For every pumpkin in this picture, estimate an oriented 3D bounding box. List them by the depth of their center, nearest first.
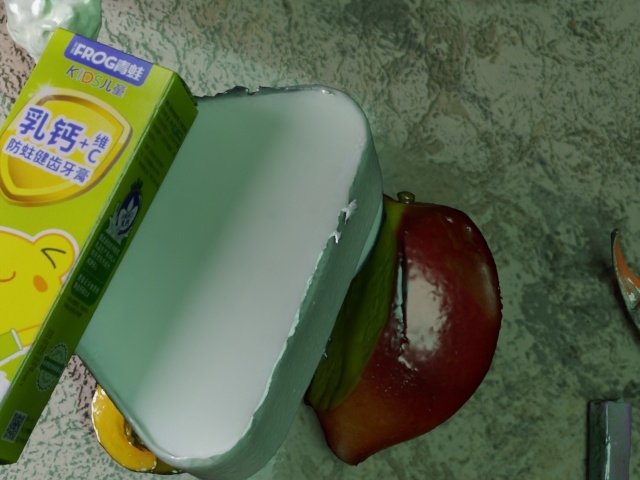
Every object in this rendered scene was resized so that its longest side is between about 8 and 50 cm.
[{"bbox_3d":[-0.110,0.144,1.070,0.183,0.107,0.119,-23,74,-3],"label":"pumpkin"}]

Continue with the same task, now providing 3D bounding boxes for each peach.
[{"bbox_3d":[0.089,0.091,1.111,0.159,0.154,0.267,16,82,-17],"label":"peach"}]

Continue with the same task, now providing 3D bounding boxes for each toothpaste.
[{"bbox_3d":[-0.216,0.003,0.886,0.110,0.077,0.327,23,78,15],"label":"toothpaste"}]

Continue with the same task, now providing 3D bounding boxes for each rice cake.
[{"bbox_3d":[0.306,0.269,1.231,0.047,0.036,0.206,3,85,-22],"label":"rice cake"}]

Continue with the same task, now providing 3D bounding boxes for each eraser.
[{"bbox_3d":[-0.132,0.006,0.991,0.331,0.150,0.331,-2,73,5],"label":"eraser"}]

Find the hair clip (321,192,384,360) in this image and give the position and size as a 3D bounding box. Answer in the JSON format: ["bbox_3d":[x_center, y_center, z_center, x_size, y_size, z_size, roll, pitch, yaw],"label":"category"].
[{"bbox_3d":[0.000,0.000,1.108,0.054,0.140,0.220,22,81,-46],"label":"hair clip"}]

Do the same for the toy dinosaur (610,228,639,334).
[{"bbox_3d":[0.382,0.098,1.257,0.101,0.055,0.279,-42,101,-6],"label":"toy dinosaur"}]

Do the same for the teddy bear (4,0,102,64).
[{"bbox_3d":[-0.384,-0.318,0.916,0.362,0.327,0.375,-5,50,-37],"label":"teddy bear"}]
